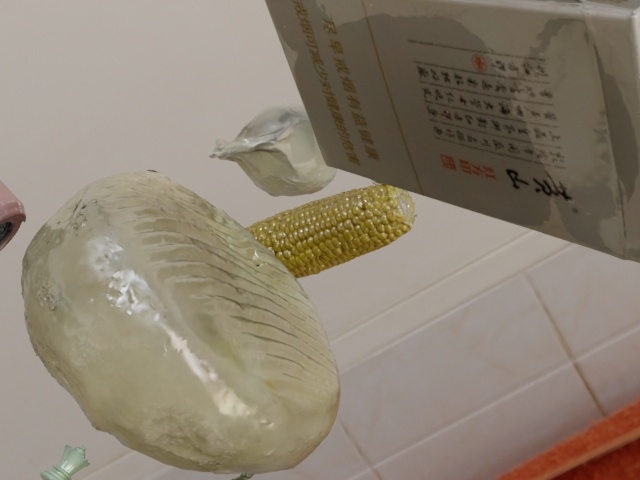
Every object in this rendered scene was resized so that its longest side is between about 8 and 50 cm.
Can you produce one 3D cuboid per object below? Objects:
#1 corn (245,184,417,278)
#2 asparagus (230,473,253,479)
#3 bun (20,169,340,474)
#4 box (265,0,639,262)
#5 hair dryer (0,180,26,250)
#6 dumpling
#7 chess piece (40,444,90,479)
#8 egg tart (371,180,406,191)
[{"bbox_3d":[-0.002,-0.005,1.142,0.091,0.260,0.091,-38,108,-58],"label":"corn"},{"bbox_3d":[-0.148,0.351,1.250,0.016,0.016,0.163,28,32,34],"label":"asparagus"},{"bbox_3d":[-0.150,0.096,0.913,0.362,0.234,0.326,46,9,13],"label":"bun"},{"bbox_3d":[0.107,-0.113,0.708,0.365,0.051,0.204,23,-36,46],"label":"box"},{"bbox_3d":[-0.528,0.004,0.991,0.210,0.352,0.125,45,-26,3],"label":"hair dryer"},{"bbox_3d":[-0.067,-0.142,1.412,0.258,0.193,0.146,-8,98,-53],"label":"dumpling"},{"bbox_3d":[-0.232,0.212,0.767,0.042,0.093,0.042,28,-30,18],"label":"chess piece"},{"bbox_3d":[0.136,-0.211,1.253,0.297,0.297,0.132,60,-1,0],"label":"egg tart"}]
